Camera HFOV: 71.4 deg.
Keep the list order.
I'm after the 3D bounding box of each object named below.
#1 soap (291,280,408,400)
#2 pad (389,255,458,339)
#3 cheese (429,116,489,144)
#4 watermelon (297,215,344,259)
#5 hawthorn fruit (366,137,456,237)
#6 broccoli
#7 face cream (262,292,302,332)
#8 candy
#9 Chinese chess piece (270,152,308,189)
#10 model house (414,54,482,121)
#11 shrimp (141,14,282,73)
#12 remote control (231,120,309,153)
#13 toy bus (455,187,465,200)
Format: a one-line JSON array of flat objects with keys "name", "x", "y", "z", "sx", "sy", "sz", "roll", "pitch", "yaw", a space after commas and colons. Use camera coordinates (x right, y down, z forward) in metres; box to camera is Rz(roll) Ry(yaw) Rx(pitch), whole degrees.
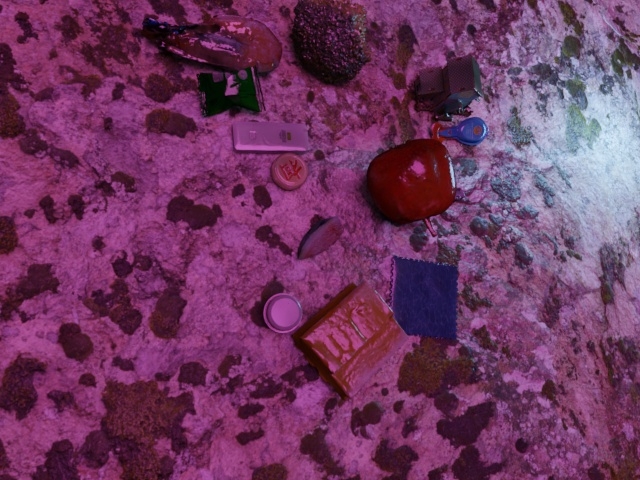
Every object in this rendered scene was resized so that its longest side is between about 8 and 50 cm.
[{"name": "soap", "x": 0.097, "y": 0.302, "z": 1.364, "sx": 0.281, "sy": 0.143, "sz": 0.259, "roll": -41, "pitch": 93, "yaw": -26}, {"name": "pad", "x": 0.358, "y": 0.198, "z": 1.532, "sx": 0.269, "sy": 0.012, "sz": 0.269, "roll": 8, "pitch": 77, "yaw": -17}, {"name": "cheese", "x": 0.531, "y": -0.413, "z": 1.693, "sx": 0.256, "sy": 0.037, "sz": 0.106, "roll": -7, "pitch": 101, "yaw": -14}, {"name": "watermelon", "x": -0.008, "y": -0.005, "z": 1.427, "sx": 0.180, "sy": 0.081, "sz": 0.094, "roll": -32, "pitch": 107, "yaw": -5}, {"name": "hawthorn fruit", "x": 0.311, "y": -0.163, "z": 1.459, "sx": 0.287, "sy": 0.287, "sz": 0.330, "roll": -24, "pitch": 92, "yaw": -21}, {"name": "broccoli", "x": 0.048, "y": -0.685, "z": 1.503, "sx": 0.260, "sy": 0.235, "sz": 0.288, "roll": -30, "pitch": 126, "yaw": -20}, {"name": "face cream", "x": -0.115, "y": 0.216, "z": 1.325, "sx": 0.117, "sy": 0.104, "sz": 0.117, "roll": 4, "pitch": 77, "yaw": -16}, {"name": "candy", "x": -0.284, "y": -0.469, "z": 1.409, "sx": 0.203, "sy": 0.078, "sz": 0.141, "roll": -11, "pitch": 112, "yaw": -9}, {"name": "Chinese chess piece", "x": -0.101, "y": -0.224, "z": 1.446, "sx": 0.122, "sy": 0.051, "sz": 0.122, "roll": 4, "pitch": 77, "yaw": -17}, {"name": "model house", "x": 0.497, "y": -0.554, "z": 1.625, "sx": 0.271, "sy": 0.206, "sz": 0.178, "roll": 3, "pitch": 78, "yaw": -18}, {"name": "shrimp", "x": -0.338, "y": -0.650, "z": 1.434, "sx": 0.446, "sy": 0.110, "sz": 0.221, "roll": 0, "pitch": 73, "yaw": -22}, {"name": "remote control", "x": -0.162, "y": -0.336, "z": 1.458, "sx": 0.250, "sy": 0.034, "sz": 0.103, "roll": -4, "pitch": 80, "yaw": -18}, {"name": "toy bus", "x": 0.462, "y": -0.159, "z": 1.626, "sx": 0.131, "sy": 0.037, "sz": 0.052, "roll": -15, "pitch": 79, "yaw": -19}]
